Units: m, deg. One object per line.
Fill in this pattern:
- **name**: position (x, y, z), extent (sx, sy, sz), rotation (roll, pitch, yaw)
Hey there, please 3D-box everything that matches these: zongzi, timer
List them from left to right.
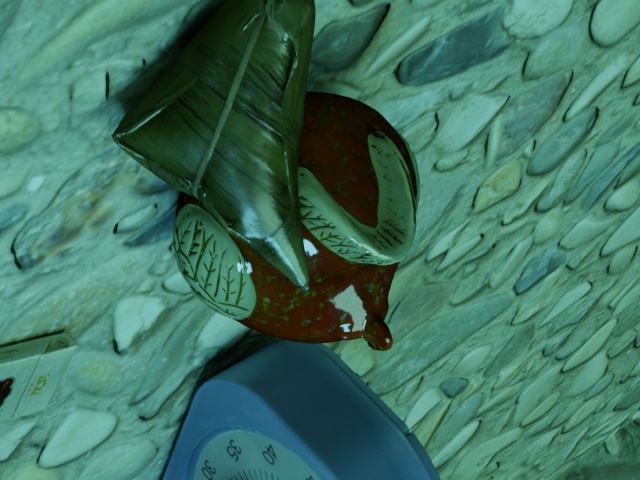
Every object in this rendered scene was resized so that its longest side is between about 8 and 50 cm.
- **zongzi**: position (-0.026, -0.093, 1.239), extent (0.205, 0.204, 0.094), rotation (-49, 179, 10)
- **timer**: position (-0.016, 0.335, 1.749), extent (0.173, 0.395, 0.395), rotation (-27, 152, -40)

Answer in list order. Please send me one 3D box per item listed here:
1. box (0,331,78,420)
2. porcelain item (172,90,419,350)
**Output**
- **box**: position (-0.304, 0.135, 1.411), extent (0.167, 0.024, 0.090), rotation (-12, 142, -47)
- **porcelain item**: position (0.000, 0.000, 1.394), extent (0.253, 0.253, 0.253), rotation (-33, 155, -18)
